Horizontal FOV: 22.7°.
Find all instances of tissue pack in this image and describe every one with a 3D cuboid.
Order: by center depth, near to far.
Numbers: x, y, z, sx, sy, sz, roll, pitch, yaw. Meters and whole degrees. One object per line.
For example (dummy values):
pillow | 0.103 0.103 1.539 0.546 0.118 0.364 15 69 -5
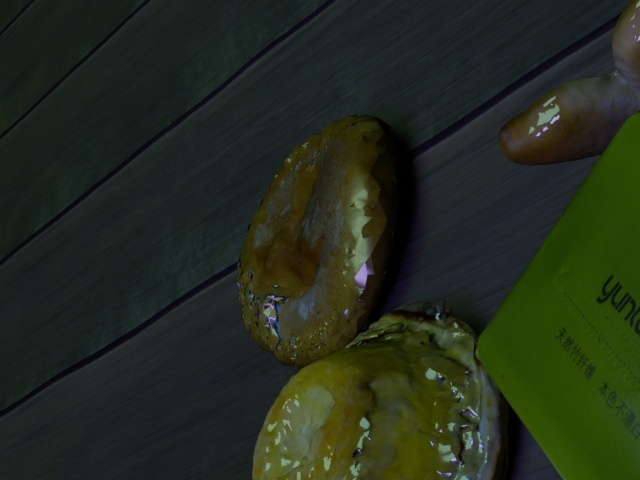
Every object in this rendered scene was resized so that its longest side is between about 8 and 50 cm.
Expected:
tissue pack | 0.240 0.082 0.929 0.200 0.167 0.274 -57 30 16

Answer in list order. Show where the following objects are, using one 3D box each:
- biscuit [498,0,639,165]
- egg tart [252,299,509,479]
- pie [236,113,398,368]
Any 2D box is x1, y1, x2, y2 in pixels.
biscuit | 0.235 -0.092 1.038 0.164 0.208 0.047 -49 50 30
egg tart | 0.028 0.180 1.277 0.295 0.116 0.294 -42 36 41
pie | -0.001 -0.001 1.518 0.273 0.069 0.273 -46 32 41
